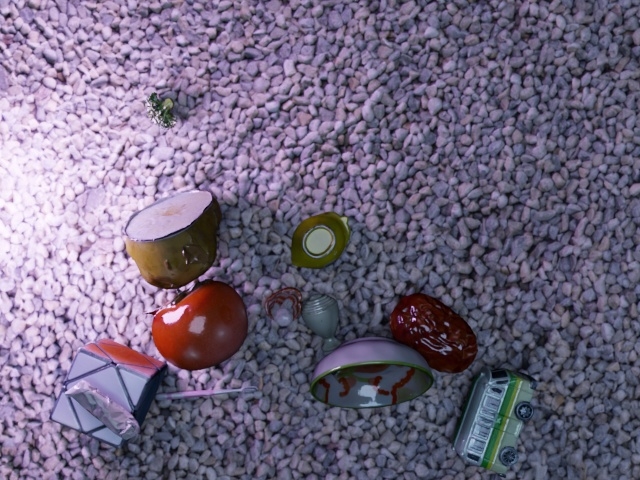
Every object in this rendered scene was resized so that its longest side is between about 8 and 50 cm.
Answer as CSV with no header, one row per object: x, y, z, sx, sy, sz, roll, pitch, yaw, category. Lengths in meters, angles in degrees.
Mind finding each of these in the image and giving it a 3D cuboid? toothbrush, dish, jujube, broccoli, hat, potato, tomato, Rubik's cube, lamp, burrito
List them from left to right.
-0.530,0.417,1.548,0.203,0.064,0.064,37,88,1,burrito
-0.558,0.400,1.677,0.207,0.205,0.205,24,89,-2,Rubik's cube
-0.443,-0.365,1.757,0.092,0.097,0.095,-37,129,10,broccoli
-0.381,0.006,1.685,0.247,0.299,0.196,-3,119,16,potato
-0.317,0.222,1.664,0.256,0.256,0.224,-25,97,-2,tomato
-0.320,0.430,1.772,0.287,0.025,0.020,-4,89,-1,toothbrush
-0.099,0.187,1.714,0.112,0.162,0.093,-30,93,2,hat
0.000,0.000,1.760,0.208,0.080,0.149,-43,91,0,dish
0.015,0.238,1.750,0.106,0.106,0.192,-21,99,-2,lamp
0.130,0.335,1.677,0.324,0.324,0.124,-3,55,-1,dish
0.306,0.254,1.717,0.250,0.174,0.174,36,88,-2,jujube

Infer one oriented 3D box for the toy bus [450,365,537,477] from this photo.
0.476,0.485,1.734,0.165,0.133,0.276,19,88,-1,toy bus
